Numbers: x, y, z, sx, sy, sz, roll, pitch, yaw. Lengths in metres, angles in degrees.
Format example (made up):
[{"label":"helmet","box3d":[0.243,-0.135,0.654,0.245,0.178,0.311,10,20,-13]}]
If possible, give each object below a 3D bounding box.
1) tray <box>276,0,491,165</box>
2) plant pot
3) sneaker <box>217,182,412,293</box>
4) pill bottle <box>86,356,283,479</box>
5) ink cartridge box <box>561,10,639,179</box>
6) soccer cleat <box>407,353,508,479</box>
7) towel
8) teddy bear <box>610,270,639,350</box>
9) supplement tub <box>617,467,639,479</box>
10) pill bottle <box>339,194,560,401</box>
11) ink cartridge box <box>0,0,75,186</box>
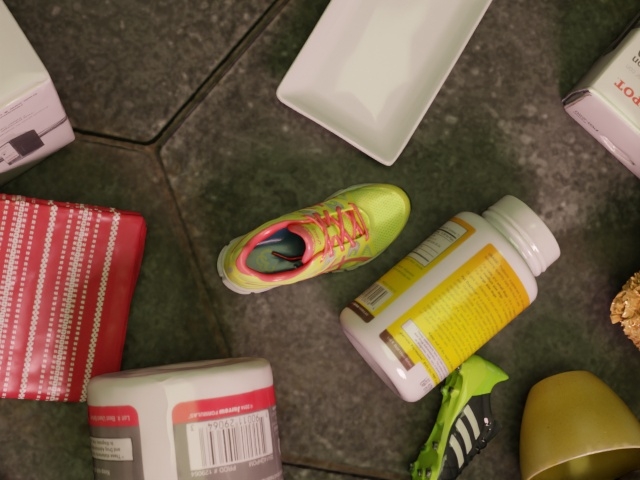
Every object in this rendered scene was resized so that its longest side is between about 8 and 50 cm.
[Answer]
[{"label":"tray","box3d":[0.079,-0.225,1.139,0.145,0.030,0.270,31,84,-4]},{"label":"plant pot","box3d":[0.256,0.187,1.094,0.134,0.134,0.095,-9,62,-6]},{"label":"sneaker","box3d":[0.000,0.000,1.085,0.208,0.094,0.081,-25,88,-8]},{"label":"pill bottle","box3d":[-0.116,0.275,1.015,0.176,0.176,0.318,-6,87,-6]},{"label":"ink cartridge box","box3d":[0.386,-0.177,1.138,0.158,0.092,0.218,41,86,-2]},{"label":"soccer cleat","box3d":[0.142,0.205,1.108,0.072,0.060,0.179,22,84,-17]},{"label":"towel","box3d":[-0.310,0.052,1.031,0.275,0.031,0.199,8,97,-22]},{"label":"teddy bear","box3d":[0.438,-0.018,1.088,0.338,0.245,0.113,-45,51,-11]},{"label":"supplement tub","box3d":[0.405,0.320,1.059,0.316,0.193,0.193,3,86,-5]},{"label":"pill bottle","box3d":[0.132,0.053,1.084,0.215,0.117,0.117,-39,91,-6]},{"label":"ink cartridge box","box3d":[-0.326,-0.167,0.973,0.114,0.273,0.197,-33,91,-11]}]
